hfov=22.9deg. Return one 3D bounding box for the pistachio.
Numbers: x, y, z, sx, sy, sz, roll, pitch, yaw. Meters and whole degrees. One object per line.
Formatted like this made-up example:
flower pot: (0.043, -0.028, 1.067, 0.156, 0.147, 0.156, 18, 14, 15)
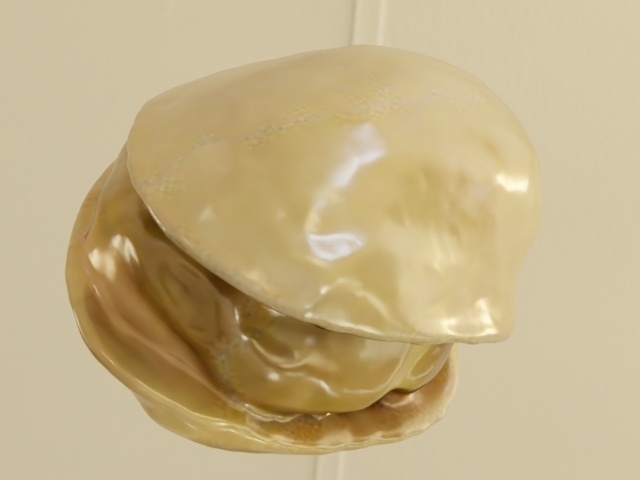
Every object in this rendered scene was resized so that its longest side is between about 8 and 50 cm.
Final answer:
pistachio: (0.000, 0.000, 0.896, 0.238, 0.321, 0.229, 37, -61, 14)
